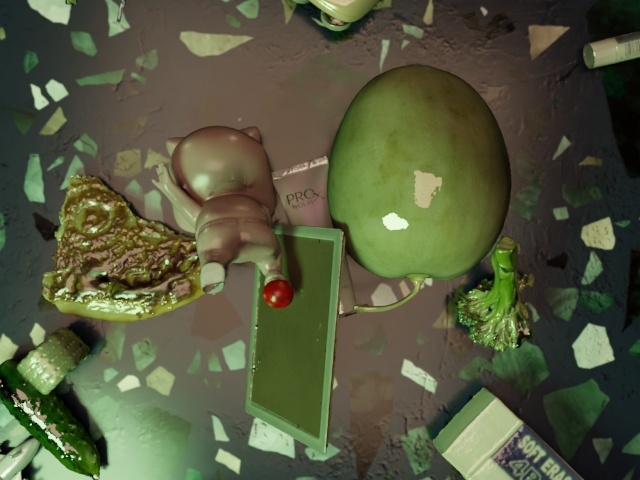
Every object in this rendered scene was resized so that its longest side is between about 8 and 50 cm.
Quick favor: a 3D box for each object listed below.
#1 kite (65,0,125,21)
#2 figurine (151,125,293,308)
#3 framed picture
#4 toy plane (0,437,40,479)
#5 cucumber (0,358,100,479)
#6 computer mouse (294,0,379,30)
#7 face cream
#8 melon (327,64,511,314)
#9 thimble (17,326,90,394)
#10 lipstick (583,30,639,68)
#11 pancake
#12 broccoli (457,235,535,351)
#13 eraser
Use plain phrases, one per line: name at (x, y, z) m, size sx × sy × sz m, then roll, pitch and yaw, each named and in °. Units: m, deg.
kite at (-0.349, -0.427, 1.117) m, size 0.183 × 0.010 × 0.160 m, roll 23°, pitch 91°, yaw -2°
figurine at (-0.137, -0.032, 1.046) m, size 0.176 × 0.186 × 0.287 m, roll -12°, pitch 57°, yaw -17°
framed picture at (-0.038, 0.124, 1.051) m, size 0.019 × 0.232 × 0.296 m, roll 3°, pitch 93°, yaw -33°
toy plane at (-0.486, 0.359, 1.112) m, size 0.162 × 0.065 × 0.171 m, roll 44°, pitch 95°, yaw 9°
cucumber at (-0.403, 0.271, 1.111) m, size 0.069 × 0.069 × 0.227 m, roll -39°, pitch 96°, yaw 0°
computer mouse at (0.056, -0.427, 1.092) m, size 0.145 × 0.082 × 0.236 m, roll 36°, pitch 89°, yaw -2°
face cream at (0.000, 0.000, 1.120) m, size 0.092 × 0.058 × 0.243 m, roll -16°, pitch 86°, yaw 3°
melon at (0.134, -0.084, 1.021) m, size 0.272 × 0.272 × 0.307 m, roll -15°, pitch 99°, yaw -1°
thimble at (-0.386, 0.172, 1.087) m, size 0.084 × 0.110 × 0.062 m, roll -40°, pitch 96°, yaw 23°
lipstick at (0.474, -0.296, 1.130) m, size 0.141 × 0.040 × 0.040 m, roll -14°, pitch 92°, yaw -1°
pancake at (-0.298, 0.005, 1.121) m, size 0.266 × 0.057 × 0.244 m, roll -22°, pitch 83°, yaw -5°
broccoli at (0.260, 0.068, 1.066) m, size 0.123 × 0.204 × 0.118 m, roll -5°, pitch 48°, yaw 2°
eraser at (0.313, 0.365, 1.123) m, size 0.279 × 0.081 × 0.124 m, roll 43°, pitch 90°, yaw -2°
